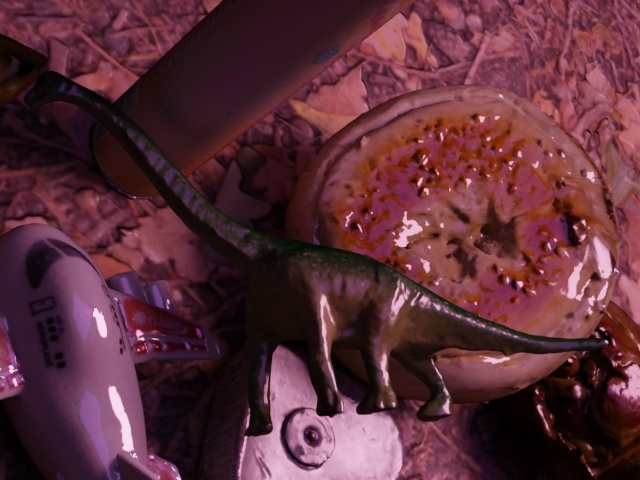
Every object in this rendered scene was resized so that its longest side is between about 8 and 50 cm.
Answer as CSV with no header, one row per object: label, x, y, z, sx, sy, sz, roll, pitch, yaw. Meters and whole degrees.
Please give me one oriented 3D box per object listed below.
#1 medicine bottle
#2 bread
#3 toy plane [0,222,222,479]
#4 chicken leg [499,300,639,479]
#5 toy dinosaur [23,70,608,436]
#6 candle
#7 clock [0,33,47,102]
medicine bottle,-0.045,-0.152,1.142,0.108,0.426,0.108,14,64,-30
bread,0.116,0.009,1.330,0.305,0.159,0.305,3,69,-7
toy plane,-0.187,0.103,1.131,0.252,0.118,0.252,17,58,-28
chicken leg,0.295,0.200,1.407,0.211,0.140,0.361,-22,80,-48
toy dinosaur,0.000,0.000,1.190,0.447,0.087,0.301,-3,70,-18
candle,-0.026,0.166,1.245,0.192,0.068,0.168,-23,83,-43
clock,-0.389,-0.155,1.133,0.277,0.071,0.293,-39,87,-30
